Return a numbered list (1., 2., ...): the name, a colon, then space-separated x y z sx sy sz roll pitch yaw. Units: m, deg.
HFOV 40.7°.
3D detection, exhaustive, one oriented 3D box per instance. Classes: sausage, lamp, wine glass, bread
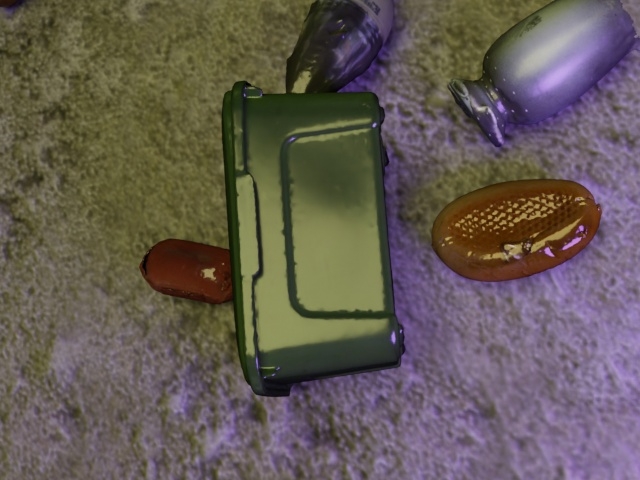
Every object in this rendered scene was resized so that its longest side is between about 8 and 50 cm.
1. sausage: -0.159 0.038 1.080 0.141 0.076 0.076 13 84 19
2. lamp: 0.027 -0.247 1.031 0.101 0.101 0.250 19 60 19
3. wine glass: 0.251 -0.199 0.975 0.204 0.111 0.111 -34 73 11
4. bread: 0.219 -0.010 0.972 0.189 0.077 0.114 -10 58 16

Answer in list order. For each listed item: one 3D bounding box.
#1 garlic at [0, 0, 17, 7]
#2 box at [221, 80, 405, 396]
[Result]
1. garlic: -0.405 -0.474 1.223 0.143 0.112 0.318 36 99 42
2. box: 0.000 0.000 0.952 0.178 0.253 0.328 -7 80 6
